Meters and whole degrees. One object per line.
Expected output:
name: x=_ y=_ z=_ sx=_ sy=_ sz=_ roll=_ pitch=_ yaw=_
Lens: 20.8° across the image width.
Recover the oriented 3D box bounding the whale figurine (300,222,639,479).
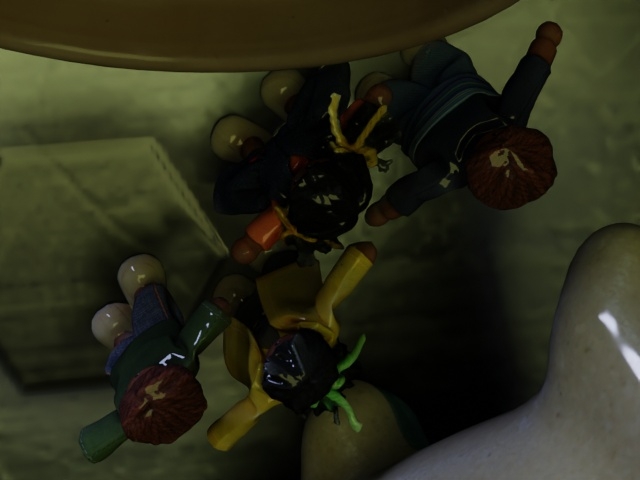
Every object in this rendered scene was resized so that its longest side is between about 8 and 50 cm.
whale figurine: x=0.076 y=0.123 z=0.559 sx=0.141 sy=0.216 sz=0.272 roll=-1 pitch=130 yaw=-41

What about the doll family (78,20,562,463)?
doll family: x=0.000 y=0.000 z=0.549 sx=0.076 sy=0.111 sz=0.193 roll=30 pitch=99 yaw=-18

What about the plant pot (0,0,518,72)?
plant pot: x=-0.045 y=-0.138 z=0.468 sx=0.237 sy=0.237 sz=0.110 roll=7 pitch=71 yaw=-13
